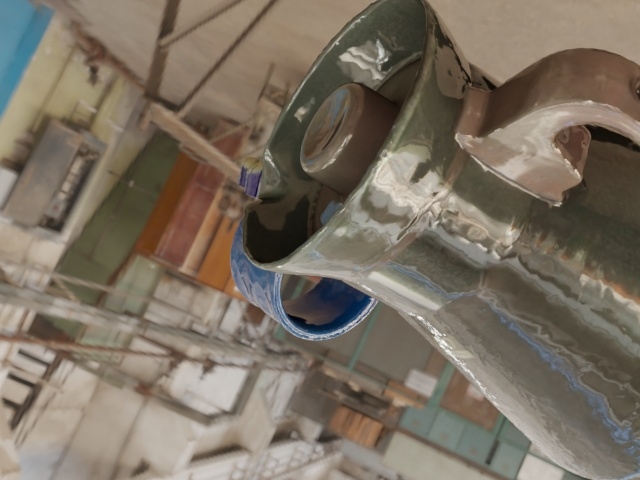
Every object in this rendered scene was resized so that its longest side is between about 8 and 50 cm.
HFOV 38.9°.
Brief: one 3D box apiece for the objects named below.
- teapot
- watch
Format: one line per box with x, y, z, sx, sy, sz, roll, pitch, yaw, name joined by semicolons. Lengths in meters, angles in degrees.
0.152;-0.001;0.608;0.344;0.253;0.300;27;153;-23;teapot
-0.003;0.003;1.046;0.196;0.200;0.171;-4;-159;-26;watch
